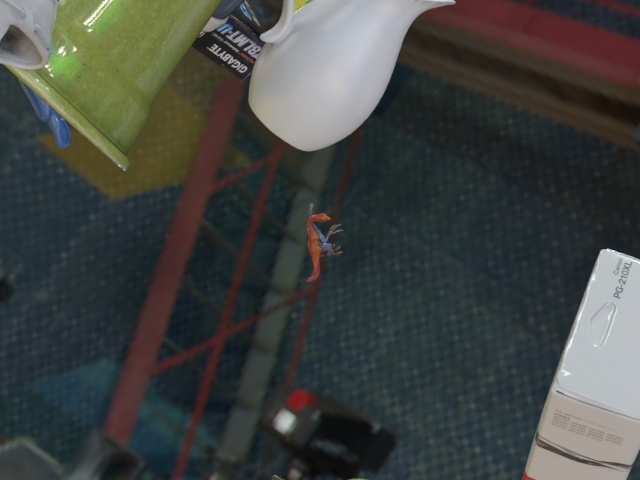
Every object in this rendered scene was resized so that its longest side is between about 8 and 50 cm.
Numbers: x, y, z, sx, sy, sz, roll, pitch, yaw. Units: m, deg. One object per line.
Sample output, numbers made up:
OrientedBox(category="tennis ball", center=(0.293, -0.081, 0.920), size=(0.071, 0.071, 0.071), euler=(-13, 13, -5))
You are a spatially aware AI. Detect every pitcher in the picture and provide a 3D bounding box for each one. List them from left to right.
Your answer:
OrientedBox(category="pitcher", center=(0.003, -0.203, 1.496), size=(0.177, 0.207, 0.125), euler=(30, 21, -28))

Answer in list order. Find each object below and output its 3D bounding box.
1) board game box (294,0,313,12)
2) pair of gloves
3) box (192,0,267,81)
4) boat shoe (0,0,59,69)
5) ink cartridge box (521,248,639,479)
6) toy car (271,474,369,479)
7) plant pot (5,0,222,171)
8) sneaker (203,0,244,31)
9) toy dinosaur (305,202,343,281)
OrientedBox(category="board game box", center=(0.000, -0.282, 1.890), size=(0.092, 0.181, 0.043), euler=(1, 31, -8))
OrientedBox(category="pair of gloves", center=(-0.311, -0.181, 1.630), size=(0.159, 0.023, 0.198), euler=(62, -4, -24))
OrientedBox(category="box", center=(-0.204, -0.363, 1.828), size=(0.293, 0.073, 0.295), euler=(34, 24, -54))
OrientedBox(category="boat shoe", center=(-0.251, -0.168, 1.078), size=(0.095, 0.084, 0.258), euler=(-6, -2, 19))
OrientedBox(category="ink cartridge box", center=(0.279, 0.148, 1.509), size=(0.100, 0.172, 0.237), euler=(19, -32, 10))
OrientedBox(category="toy car", center=(-0.018, 0.370, 1.950), size=(0.149, 0.155, 0.188), euler=(-11, 16, -28))
OrientedBox(category="plant pot", center=(-0.191, -0.245, 1.348), size=(0.276, 0.254, 0.276), euler=(42, -3, 3))
OrientedBox(category="sneaker", center=(-0.153, -0.400, 1.629), size=(0.350, 0.148, 0.131), euler=(61, 26, 11))
OrientedBox(category="toy dinosaur", center=(0.000, 0.000, 1.912), size=(0.047, 0.090, 0.082), euler=(8, -17, 21))
